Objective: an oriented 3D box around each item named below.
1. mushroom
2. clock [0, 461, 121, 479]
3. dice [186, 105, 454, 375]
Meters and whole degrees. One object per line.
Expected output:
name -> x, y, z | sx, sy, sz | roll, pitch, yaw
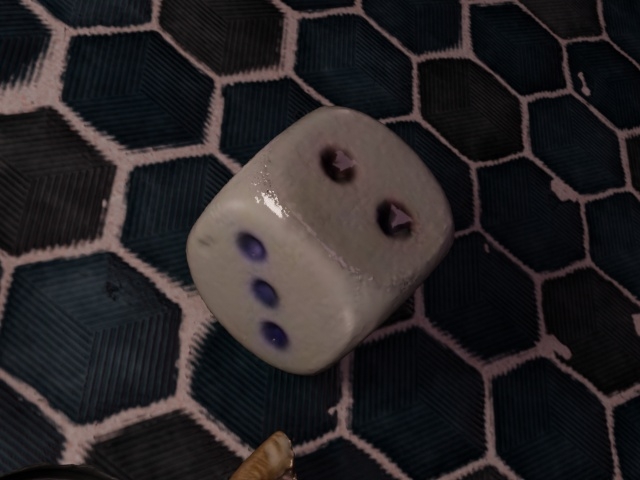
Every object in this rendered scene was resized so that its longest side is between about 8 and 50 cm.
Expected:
mushroom -> -0.047, 0.266, 0.859 | 0.094, 0.072, 0.210 | 4, 48, -25
clock -> -0.205, 0.285, 0.769 | 0.226, 0.049, 0.226 | 16, 54, -24
dice -> 0.000, 0.000, 0.978 | 0.192, 0.193, 0.194 | 48, 50, 1
